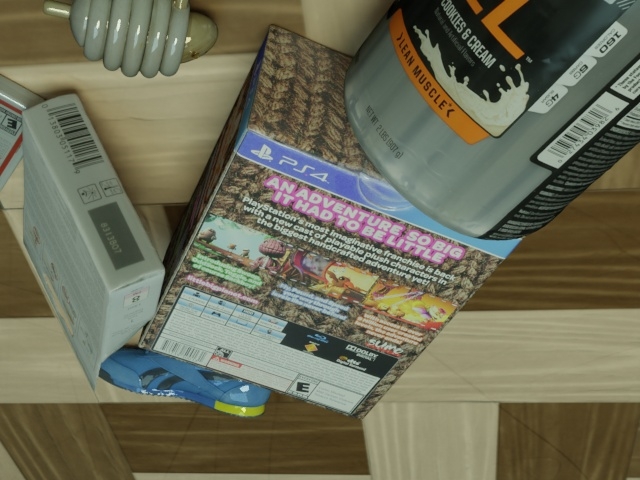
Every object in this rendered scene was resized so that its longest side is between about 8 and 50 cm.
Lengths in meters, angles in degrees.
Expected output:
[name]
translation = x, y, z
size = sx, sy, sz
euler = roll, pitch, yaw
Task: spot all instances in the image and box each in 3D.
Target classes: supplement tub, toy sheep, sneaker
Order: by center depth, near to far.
[supplement tub]
translation = 0.171, -0.160, 0.582
size = 0.193, 0.194, 0.316
euler = 26, 131, -18
[toy sheep]
translation = -0.144, -0.169, 0.685
size = 0.132, 0.091, 0.091
euler = 10, 135, -11
[sneaker]
translation = -0.154, 0.138, 1.017
size = 0.209, 0.069, 0.082
euler = 11, 103, 8

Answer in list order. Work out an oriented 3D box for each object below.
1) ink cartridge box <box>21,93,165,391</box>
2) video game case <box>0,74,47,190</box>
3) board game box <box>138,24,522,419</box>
[ink cartridge box]
translation = -0.215, 0.011, 0.819
size = 0.066, 0.189, 0.232
euler = -23, 160, -23
[video game case]
translation = -0.403, -0.085, 0.839
size = 0.204, 0.025, 0.285
euler = 30, 130, -22
[board game box]
translation = 0.000, 0.000, 0.796
size = 0.232, 0.141, 0.291
euler = 21, 133, -14
